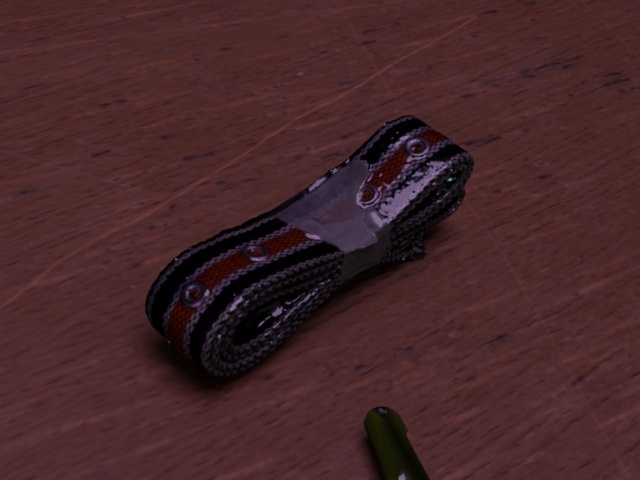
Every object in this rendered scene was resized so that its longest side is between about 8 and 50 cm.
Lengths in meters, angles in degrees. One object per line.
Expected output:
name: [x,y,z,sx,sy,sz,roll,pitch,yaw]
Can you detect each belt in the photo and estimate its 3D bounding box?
belt: [0.000,0.000,1.067,0.094,0.126,0.359,37,48,24]

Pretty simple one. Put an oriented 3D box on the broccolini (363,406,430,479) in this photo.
broccolini: [0.138,0.278,0.870,0.074,0.078,0.392,35,22,-47]
